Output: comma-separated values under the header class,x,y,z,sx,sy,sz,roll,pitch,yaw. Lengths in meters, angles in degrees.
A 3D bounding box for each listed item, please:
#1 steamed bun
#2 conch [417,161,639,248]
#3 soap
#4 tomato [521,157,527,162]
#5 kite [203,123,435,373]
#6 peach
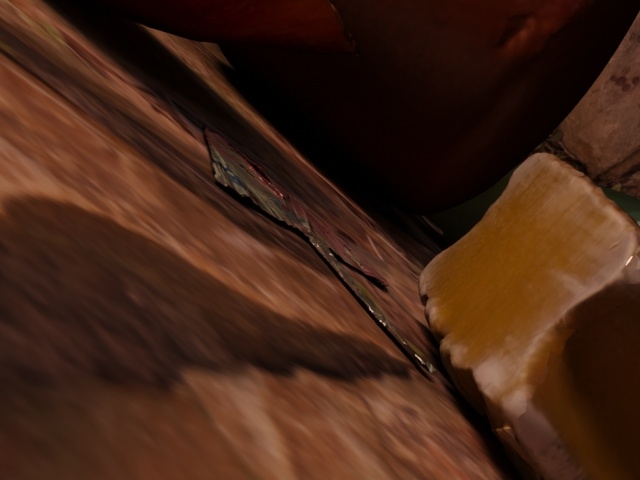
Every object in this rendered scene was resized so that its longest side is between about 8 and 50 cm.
class,x,y,z,sx,sy,sz,roll,pitch,yaw
steamed bun,0.074,-0.159,0.857,0.235,0.248,0.379,39,22,4
conch,0.166,0.006,1.020,0.251,0.137,0.143,26,28,21
soap,0.163,0.096,0.479,0.274,0.089,0.173,41,10,-11
tomato,0.111,-0.112,1.200,0.187,0.151,0.187,39,12,-10
kite,0.000,0.001,0.485,0.152,0.005,0.137,48,9,31
peach,-0.092,-0.137,0.554,0.279,0.068,0.189,36,2,-32
